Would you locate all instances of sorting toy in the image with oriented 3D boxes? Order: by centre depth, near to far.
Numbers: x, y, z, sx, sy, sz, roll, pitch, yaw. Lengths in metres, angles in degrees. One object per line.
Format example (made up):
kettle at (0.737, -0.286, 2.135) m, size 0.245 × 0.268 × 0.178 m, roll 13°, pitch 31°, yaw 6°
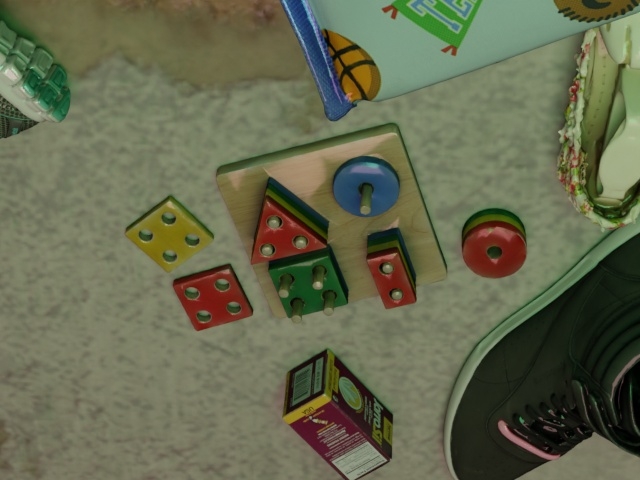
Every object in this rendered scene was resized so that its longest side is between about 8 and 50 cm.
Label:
sorting toy at (0.000, 0.000, 1.173) m, size 0.275 × 0.046 × 0.132 m, roll -13°, pitch 123°, yaw 12°

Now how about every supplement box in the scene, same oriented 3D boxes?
supplement box at (0.014, 0.133, 1.261) m, size 0.043 × 0.055 × 0.083 m, roll -32°, pitch 119°, yaw 23°

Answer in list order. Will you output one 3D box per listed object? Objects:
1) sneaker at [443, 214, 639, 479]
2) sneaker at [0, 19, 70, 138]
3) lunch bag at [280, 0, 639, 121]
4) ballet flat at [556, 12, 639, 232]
sneaker at (0.183, 0.115, 1.184) m, size 0.105 × 0.147 × 0.295 m, roll 28°, pitch 123°, yaw -18°
sneaker at (-0.242, -0.125, 1.089) m, size 0.076 × 0.065 × 0.166 m, roll -27°, pitch 118°, yaw 25°
lunch bag at (0.084, -0.299, 0.842) m, size 0.328 × 0.239 × 0.385 m, roll -17°, pitch 109°, yaw 20°
ballet flat at (0.203, -0.108, 1.067) m, size 0.091 × 0.077 × 0.241 m, roll 2°, pitch 125°, yaw 2°
